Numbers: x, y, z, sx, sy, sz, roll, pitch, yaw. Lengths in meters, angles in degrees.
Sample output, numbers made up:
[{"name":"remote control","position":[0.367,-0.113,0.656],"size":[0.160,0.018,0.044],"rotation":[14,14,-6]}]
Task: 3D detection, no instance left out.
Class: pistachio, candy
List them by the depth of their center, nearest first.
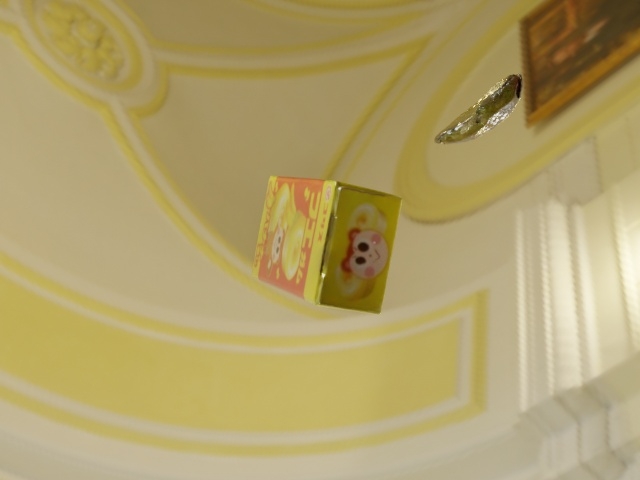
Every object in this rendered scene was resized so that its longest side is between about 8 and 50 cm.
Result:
[{"name":"candy","position":[0.000,0.000,1.369],"size":[0.088,0.146,0.276],"rotation":[11,179,-18]},{"name":"pistachio","position":[0.260,-0.198,1.789],"size":[0.049,0.173,0.089],"rotation":[49,-170,-6]}]
